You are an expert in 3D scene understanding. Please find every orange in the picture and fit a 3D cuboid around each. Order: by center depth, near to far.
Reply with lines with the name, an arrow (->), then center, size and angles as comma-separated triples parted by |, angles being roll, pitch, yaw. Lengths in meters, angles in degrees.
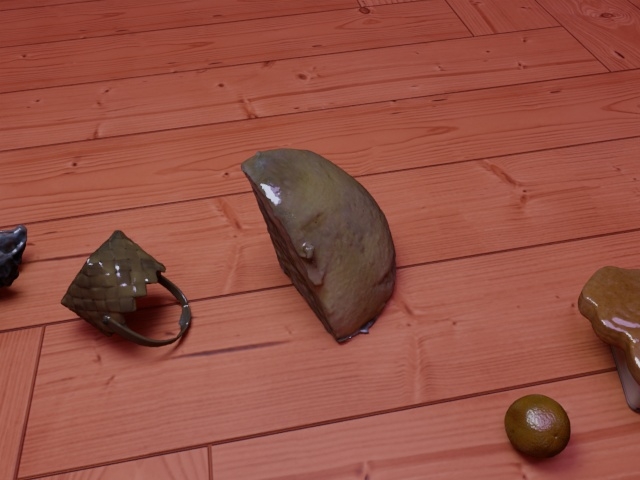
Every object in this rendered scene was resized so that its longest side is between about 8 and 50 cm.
orange -> 0.275, 0.235, 0.730 | 0.085, 0.085, 0.085 | -1, 46, 1

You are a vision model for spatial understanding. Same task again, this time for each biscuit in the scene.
biscuit -> 0.497, 0.141, 0.730 | 0.202, 0.047, 0.334 | -35, 54, -27

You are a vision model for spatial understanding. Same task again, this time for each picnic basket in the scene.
picnic basket -> -0.281, 0.089, 0.866 | 0.178, 0.138, 0.128 | 36, 39, -15

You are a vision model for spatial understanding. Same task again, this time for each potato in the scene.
potato -> 0.030, -0.022, 0.868 | 0.190, 0.264, 0.211 | -30, 46, -12

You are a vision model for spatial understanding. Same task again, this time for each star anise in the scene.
star anise -> -0.594, 0.054, 0.924 | 0.223, 0.108, 0.236 | -5, 28, -13

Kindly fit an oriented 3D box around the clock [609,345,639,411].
clock -> 0.515, 0.164, 0.788 | 0.192, 0.071, 0.146 | 2, 46, 5
